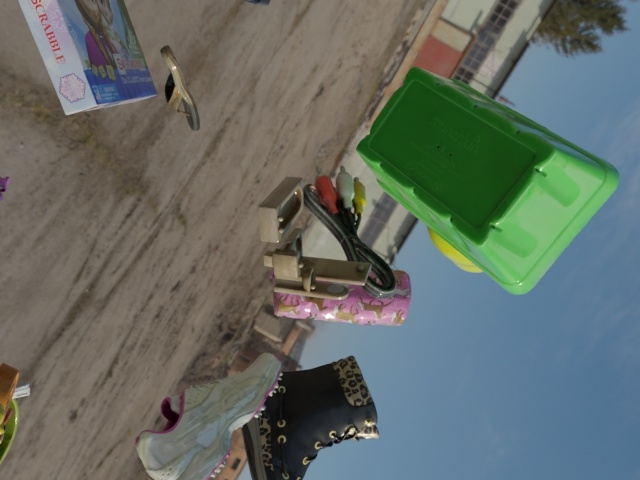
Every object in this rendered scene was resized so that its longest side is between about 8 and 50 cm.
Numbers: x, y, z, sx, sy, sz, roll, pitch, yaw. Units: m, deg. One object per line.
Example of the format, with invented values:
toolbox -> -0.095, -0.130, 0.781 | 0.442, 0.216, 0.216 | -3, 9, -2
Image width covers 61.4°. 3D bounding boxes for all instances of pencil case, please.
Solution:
pencil case -> 0.052, 0.145, 1.498 | 0.167, 0.385, 0.160 | -157, -108, -81

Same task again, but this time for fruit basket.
fruit basket -> 0.278, -0.085, 0.937 | 0.283, 0.392, 0.392 | -55, -179, 14

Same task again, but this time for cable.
cable -> 0.050, -0.029, 0.966 | 0.072, 0.139, 0.287 | -57, -142, 35

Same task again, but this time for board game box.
board game box -> -0.440, -0.412, 1.011 | 0.319, 0.065, 0.318 | -84, 159, -71

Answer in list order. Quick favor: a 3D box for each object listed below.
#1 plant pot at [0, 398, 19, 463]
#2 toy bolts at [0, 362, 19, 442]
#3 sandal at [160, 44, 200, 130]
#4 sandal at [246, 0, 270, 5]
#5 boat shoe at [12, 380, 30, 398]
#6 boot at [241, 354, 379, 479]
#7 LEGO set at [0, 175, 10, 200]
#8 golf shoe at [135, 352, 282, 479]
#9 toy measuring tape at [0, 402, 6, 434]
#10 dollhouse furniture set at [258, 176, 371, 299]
plant pot -> -0.995, 0.436, 1.269 | 0.367, 0.352, 0.367 | -57, 161, -31
toy bolts -> -0.602, 0.294, 0.871 | 0.228, 0.158, 0.219 | -23, -128, 65
sandal -> -0.274, -0.283, 1.022 | 0.049, 0.072, 0.180 | -25, 145, -9
sandal -> -0.189, -0.533, 1.001 | 0.054, 0.254, 0.097 | -47, 177, 34
boat shoe -> -0.661, 0.327, 1.127 | 0.100, 0.035, 0.035 | -12, 104, -41
boot -> -0.012, 0.439, 1.143 | 0.138, 0.284, 0.378 | 106, -31, -62
LEGO set -> -1.013, -0.194, 1.591 | 0.093, 0.227, 0.087 | -65, -174, -32
golf shoe -> -0.177, 0.276, 0.908 | 0.115, 0.140, 0.306 | -48, 180, 41
toy measuring tape -> -0.528, 0.316, 0.664 | 0.330, 0.121, 0.121 | -38, 176, -10
dollhouse furniture set -> 0.000, 0.000, 0.757 | 0.144, 0.123, 0.151 | -59, 151, -59
